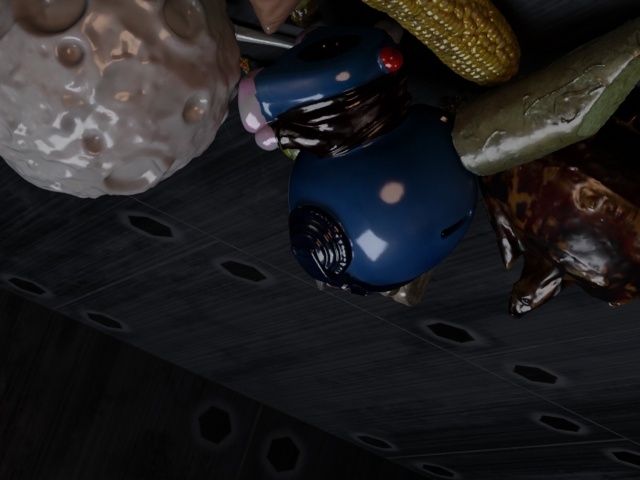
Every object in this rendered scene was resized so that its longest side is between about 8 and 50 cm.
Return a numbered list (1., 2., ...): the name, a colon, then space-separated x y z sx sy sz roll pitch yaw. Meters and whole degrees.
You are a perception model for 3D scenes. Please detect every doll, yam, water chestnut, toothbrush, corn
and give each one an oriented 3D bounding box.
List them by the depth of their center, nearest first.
1. corn: 0.131 -0.254 1.618 0.101 0.101 0.292 0 156 41
2. yam: 0.274 -0.159 1.642 0.259 0.106 0.106 -23 138 35
3. doll: 0.058 -0.092 1.765 0.240 0.284 0.310 8 125 47
4. water chestnut: 0.318 -0.023 1.818 0.300 0.300 0.300 16 160 6
5. toothbrush: -0.131 -0.275 1.914 0.342 0.025 0.030 15 162 8

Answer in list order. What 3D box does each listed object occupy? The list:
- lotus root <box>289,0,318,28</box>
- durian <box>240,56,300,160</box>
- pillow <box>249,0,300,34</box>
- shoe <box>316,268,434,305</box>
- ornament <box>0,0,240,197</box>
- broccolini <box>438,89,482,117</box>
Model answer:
1. lotus root: -0.049 -0.313 1.657 0.090 0.077 0.183 15 159 31
2. durian: -0.030 -0.178 1.995 0.208 0.102 0.146 42 157 3
3. pillow: -0.033 -0.336 1.375 0.084 0.223 0.236 23 168 34
4. shoe: 0.048 -0.012 2.097 0.198 0.171 0.351 17 165 19
5. ornament: -0.264 -0.220 1.722 0.337 0.337 0.337 16 160 6
6. broccolini: 0.140 -0.130 2.012 0.074 0.079 0.392 63 155 1
